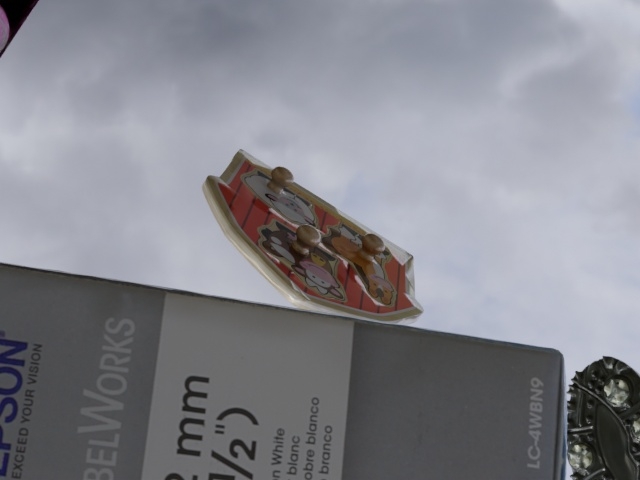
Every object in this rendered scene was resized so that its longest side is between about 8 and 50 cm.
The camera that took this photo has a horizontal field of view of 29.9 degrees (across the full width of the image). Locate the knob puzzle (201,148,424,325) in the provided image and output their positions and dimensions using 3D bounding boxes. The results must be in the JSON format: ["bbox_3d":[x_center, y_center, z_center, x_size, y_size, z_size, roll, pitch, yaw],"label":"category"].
[{"bbox_3d":[0.000,0.000,0.890,0.213,0.030,0.213,30,-159,-13],"label":"knob puzzle"}]

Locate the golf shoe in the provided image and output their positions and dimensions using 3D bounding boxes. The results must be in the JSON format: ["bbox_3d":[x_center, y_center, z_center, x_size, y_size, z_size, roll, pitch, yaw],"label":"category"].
[{"bbox_3d":[0.314,0.236,1.111,0.105,0.273,0.120,-30,166,31],"label":"golf shoe"}]

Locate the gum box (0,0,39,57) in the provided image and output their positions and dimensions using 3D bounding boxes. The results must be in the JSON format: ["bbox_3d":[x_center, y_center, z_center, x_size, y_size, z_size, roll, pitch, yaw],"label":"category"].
[{"bbox_3d":[-0.277,-0.242,1.046,0.062,0.188,0.107,38,170,-34],"label":"gum box"}]

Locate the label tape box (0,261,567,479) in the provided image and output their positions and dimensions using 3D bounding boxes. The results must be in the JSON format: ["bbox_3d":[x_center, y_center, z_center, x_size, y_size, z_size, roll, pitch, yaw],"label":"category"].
[{"bbox_3d":[-0.101,0.095,0.542,0.348,0.115,0.249,8,163,-14],"label":"label tape box"}]
